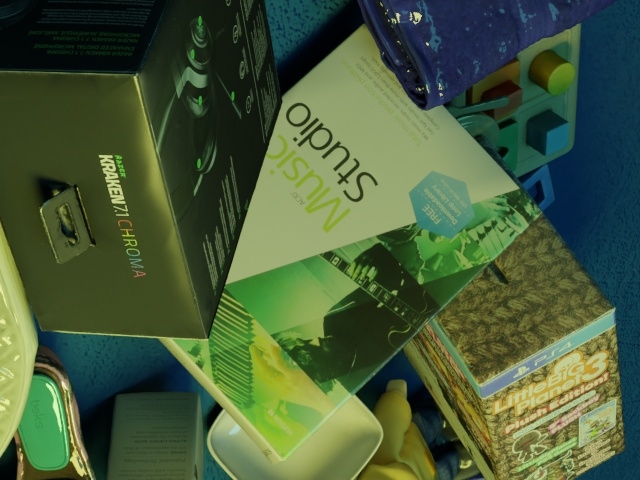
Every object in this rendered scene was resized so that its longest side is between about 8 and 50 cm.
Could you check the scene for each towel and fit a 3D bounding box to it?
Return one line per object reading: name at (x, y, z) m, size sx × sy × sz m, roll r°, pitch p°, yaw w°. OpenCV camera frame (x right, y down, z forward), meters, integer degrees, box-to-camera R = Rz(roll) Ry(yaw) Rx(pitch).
towel at (0.155, -0.278, 1.425) m, size 0.308 × 0.076 × 0.228 m, roll -31°, pitch 112°, yaw -23°

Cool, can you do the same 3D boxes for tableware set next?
tableware set at (0.076, -0.086, 1.540) m, size 0.194 × 0.039 × 0.128 m, roll -13°, pitch 143°, yaw -19°

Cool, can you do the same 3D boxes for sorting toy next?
sorting toy at (0.204, -0.130, 1.654) m, size 0.196 × 0.047 × 0.348 m, roll -30°, pitch 136°, yaw -28°

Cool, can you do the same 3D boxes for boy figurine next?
boy figurine at (0.093, 0.233, 1.684) m, size 0.285 × 0.092 × 0.177 m, roll -21°, pitch 98°, yaw -72°

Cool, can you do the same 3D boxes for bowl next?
bowl at (-0.028, 0.193, 1.608) m, size 0.142 × 0.142 × 0.053 m, roll -47°, pitch 180°, yaw -10°

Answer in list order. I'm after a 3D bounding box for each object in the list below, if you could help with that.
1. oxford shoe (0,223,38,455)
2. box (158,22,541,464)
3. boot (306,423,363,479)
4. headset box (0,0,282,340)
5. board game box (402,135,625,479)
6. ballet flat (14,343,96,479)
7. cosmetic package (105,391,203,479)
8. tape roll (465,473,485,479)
oxford shoe at (-0.285, 0.000, 1.181) m, size 0.169 × 0.130 × 0.449 m, roll 3°, pitch 125°, yaw -2°
box at (0.000, 0.000, 1.408) m, size 0.322 × 0.232 × 0.058 m, roll -43°, pitch 179°, yaw -13°
boot at (-0.028, 0.289, 1.709) m, size 0.246 × 0.083 × 0.161 m, roll -48°, pitch 147°, yaw -7°
headset box at (-0.130, -0.100, 1.141) m, size 0.246 × 0.131 × 0.283 m, roll 80°, pitch 18°, yaw -45°
board game box at (0.171, 0.088, 1.583) m, size 0.141 × 0.232 × 0.291 m, roll -28°, pitch 147°, yaw -6°
ballet flat at (-0.227, 0.191, 1.404) m, size 0.077 × 0.079 × 0.221 m, roll -3°, pitch 110°, yaw 6°
cosmetic package at (-0.146, 0.250, 1.435) m, size 0.085 × 0.231 × 0.117 m, roll -2°, pitch 127°, yaw -3°
tape roll at (0.127, 0.334, 1.900) m, size 0.189 × 0.080 × 0.189 m, roll -27°, pitch 135°, yaw -31°
